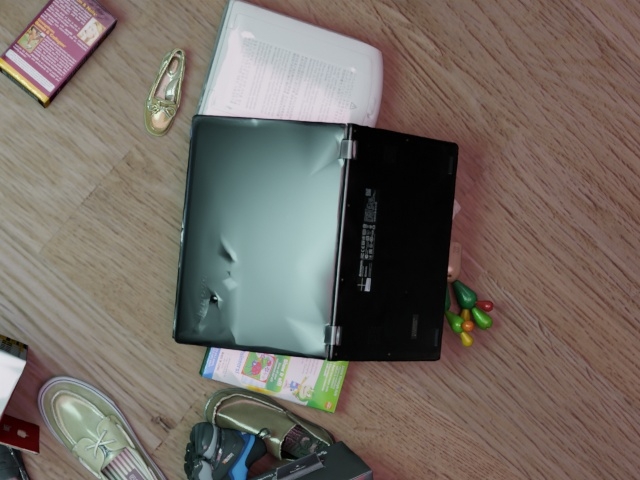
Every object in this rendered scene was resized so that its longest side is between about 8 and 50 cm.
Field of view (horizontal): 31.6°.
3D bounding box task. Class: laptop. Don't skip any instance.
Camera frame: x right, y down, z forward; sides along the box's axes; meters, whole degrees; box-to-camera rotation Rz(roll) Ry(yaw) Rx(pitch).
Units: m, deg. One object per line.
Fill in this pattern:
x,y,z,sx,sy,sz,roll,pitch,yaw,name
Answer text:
0.000,0.000,1.906,0.408,0.236,0.382,5,90,-41,laptop

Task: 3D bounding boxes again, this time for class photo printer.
-0.047,-0.254,1.956,0.307,0.107,0.256,15,87,-14,photo printer

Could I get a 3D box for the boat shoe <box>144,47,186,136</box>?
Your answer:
-0.264,-0.254,1.934,0.056,0.048,0.153,20,85,-13,boat shoe

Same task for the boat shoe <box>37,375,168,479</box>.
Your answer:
-0.350,0.345,1.884,0.109,0.094,0.302,-44,99,-10,boat shoe

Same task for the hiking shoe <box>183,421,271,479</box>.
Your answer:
-0.175,0.454,1.892,0.132,0.113,0.304,10,107,-18,hiking shoe

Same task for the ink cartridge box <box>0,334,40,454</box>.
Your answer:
-0.535,0.205,1.730,0.272,0.309,0.130,23,84,-13,ink cartridge box

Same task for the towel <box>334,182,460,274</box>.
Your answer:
0.101,-0.036,1.995,0.282,0.049,0.187,-40,90,-21,towel

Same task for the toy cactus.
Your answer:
0.219,0.087,2.031,0.219,0.112,0.180,15,76,-5,toy cactus

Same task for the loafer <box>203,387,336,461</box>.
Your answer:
-0.079,0.325,1.953,0.251,0.087,0.094,21,85,-13,loafer

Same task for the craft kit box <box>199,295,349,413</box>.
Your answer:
-0.059,0.150,1.979,0.247,0.061,0.250,18,85,-10,craft kit box

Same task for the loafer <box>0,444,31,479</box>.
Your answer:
-0.519,0.380,1.850,0.076,0.078,0.223,-28,96,-13,loafer

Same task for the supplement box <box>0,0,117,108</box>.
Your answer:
-0.437,-0.326,1.876,0.104,0.081,0.188,40,81,-10,supplement box

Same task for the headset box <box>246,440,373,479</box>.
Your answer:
-0.020,0.488,1.885,0.218,0.110,0.293,-19,119,-23,headset box
